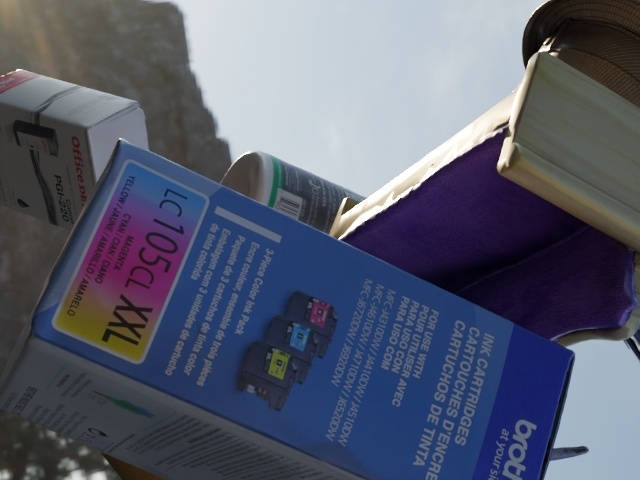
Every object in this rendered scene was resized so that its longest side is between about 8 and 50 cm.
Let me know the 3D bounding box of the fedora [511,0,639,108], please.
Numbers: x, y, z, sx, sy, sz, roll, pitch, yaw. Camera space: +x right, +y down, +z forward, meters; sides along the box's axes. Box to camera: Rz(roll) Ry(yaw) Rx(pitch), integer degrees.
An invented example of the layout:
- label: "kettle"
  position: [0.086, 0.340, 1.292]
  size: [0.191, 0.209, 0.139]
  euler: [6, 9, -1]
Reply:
- label: "fedora"
  position: [0.248, -0.093, 1.065]
  size: [0.243, 0.124, 0.275]
  euler: [51, -11, -14]

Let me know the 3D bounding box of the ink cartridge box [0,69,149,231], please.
- label: "ink cartridge box"
  position: [-0.313, -0.104, 1.442]
  size: [0.218, 0.092, 0.158]
  euler: [17, -54, 32]

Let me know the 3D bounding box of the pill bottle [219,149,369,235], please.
- label: "pill bottle"
  position: [0.000, 0.000, 2.049]
  size: [0.204, 0.361, 0.204]
  euler: [-42, -145, 40]

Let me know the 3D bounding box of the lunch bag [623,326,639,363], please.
- label: "lunch bag"
  position: [0.396, 0.109, 1.347]
  size: [0.176, 0.090, 0.219]
  euler: [53, 10, -29]

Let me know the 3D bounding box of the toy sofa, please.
- label: "toy sofa"
  position: [0.127, 0.011, 1.011]
  size: [0.362, 0.150, 0.177]
  euler: [-35, -150, 59]

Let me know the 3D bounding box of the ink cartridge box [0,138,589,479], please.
- label: "ink cartridge box"
  position: [-0.012, 0.113, 0.840]
  size: [0.151, 0.396, 0.270]
  euler: [-67, -168, -22]

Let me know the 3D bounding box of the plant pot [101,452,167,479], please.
- label: "plant pot"
  position: [-0.255, 0.270, 1.804]
  size: [0.254, 0.237, 0.237]
  euler: [38, -25, -5]
